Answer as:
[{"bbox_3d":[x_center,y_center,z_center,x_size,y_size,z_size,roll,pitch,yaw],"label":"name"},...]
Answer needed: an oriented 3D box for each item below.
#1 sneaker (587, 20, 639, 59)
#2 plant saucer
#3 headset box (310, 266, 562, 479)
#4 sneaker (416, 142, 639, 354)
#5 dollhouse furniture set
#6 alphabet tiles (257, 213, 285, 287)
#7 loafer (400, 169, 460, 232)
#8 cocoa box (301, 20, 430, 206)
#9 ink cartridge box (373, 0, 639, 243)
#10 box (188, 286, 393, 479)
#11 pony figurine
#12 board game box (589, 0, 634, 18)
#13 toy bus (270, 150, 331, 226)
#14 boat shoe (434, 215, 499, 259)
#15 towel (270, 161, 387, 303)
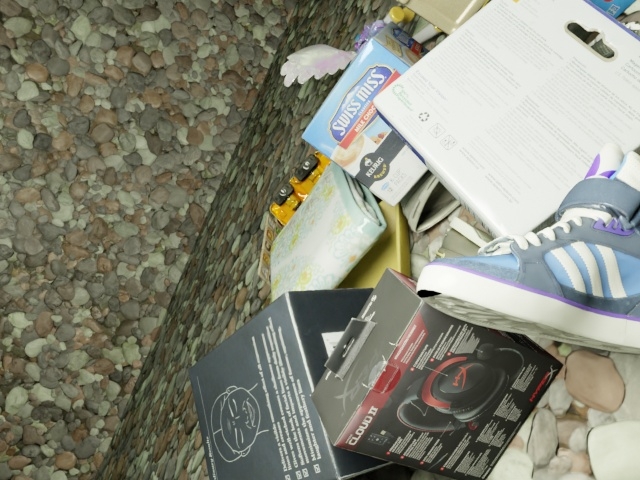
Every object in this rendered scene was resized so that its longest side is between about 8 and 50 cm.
[{"bbox_3d":[0.432,-0.266,0.847,0.234,0.078,0.106,13,81,68],"label":"sneaker"},{"bbox_3d":[0.087,0.112,1.158,0.332,0.081,0.333,-38,36,42],"label":"plant saucer"},{"bbox_3d":[0.145,0.186,0.728,0.218,0.293,0.110,-61,26,9],"label":"headset box"},{"bbox_3d":[0.277,-0.009,0.623,0.130,0.322,0.236,142,141,-74],"label":"sneaker"},{"bbox_3d":[0.301,-0.494,1.033,0.197,0.301,0.151,-49,32,35],"label":"dollhouse furniture set"},{"bbox_3d":[-0.103,0.046,1.469,0.009,0.198,0.237,-14,49,23],"label":"alphabet tiles"},{"bbox_3d":[0.271,-0.125,0.999,0.319,0.112,0.111,-46,37,46],"label":"loafer"},{"bbox_3d":[0.145,-0.274,1.098,0.231,0.228,0.347,-50,7,28],"label":"cocoa box"},{"bbox_3d":[0.304,-0.202,0.804,0.330,0.071,0.324,-38,66,4],"label":"ink cartridge box"},{"bbox_3d":[-0.047,0.301,0.983,0.395,0.212,0.294,-39,59,42],"label":"box"},{"bbox_3d":[0.122,-0.469,1.459,0.351,0.303,0.363,-41,8,-31],"label":"pony figurine"},{"bbox_3d":[0.388,-0.555,0.926,0.086,0.302,0.308,-45,31,35],"label":"board game box"},{"bbox_3d":[-0.020,-0.144,1.495,0.220,0.149,0.211,-47,10,15],"label":"toy bus"},{"bbox_3d":[0.267,0.056,0.835,0.091,0.109,0.305,-59,20,14],"label":"boat shoe"},{"bbox_3d":[0.000,0.000,1.230,0.320,0.090,0.374,-54,20,20],"label":"towel"}]
